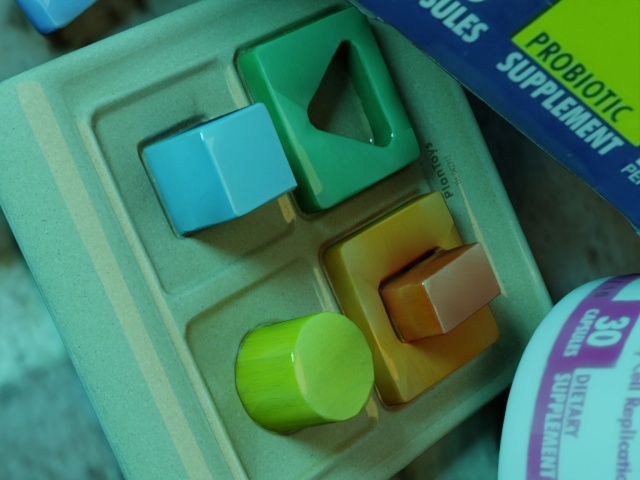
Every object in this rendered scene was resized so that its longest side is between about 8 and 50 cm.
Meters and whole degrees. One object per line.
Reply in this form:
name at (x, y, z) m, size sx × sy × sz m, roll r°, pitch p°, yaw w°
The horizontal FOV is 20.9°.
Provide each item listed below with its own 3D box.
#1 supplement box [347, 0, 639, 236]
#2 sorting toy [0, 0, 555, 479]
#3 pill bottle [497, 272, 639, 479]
supplement box at (0.183, -0.192, 0.561) m, size 0.194 × 0.356 × 0.195 m, roll 35°, pitch 31°, yaw -28°
sorting toy at (0.000, 0.000, 0.601) m, size 0.196 × 0.047 × 0.347 m, roll -29°, pitch 100°, yaw -39°
pill bottle at (0.217, 0.086, 0.589) m, size 0.160 × 0.283 × 0.160 m, roll 6°, pitch 82°, yaw -50°
